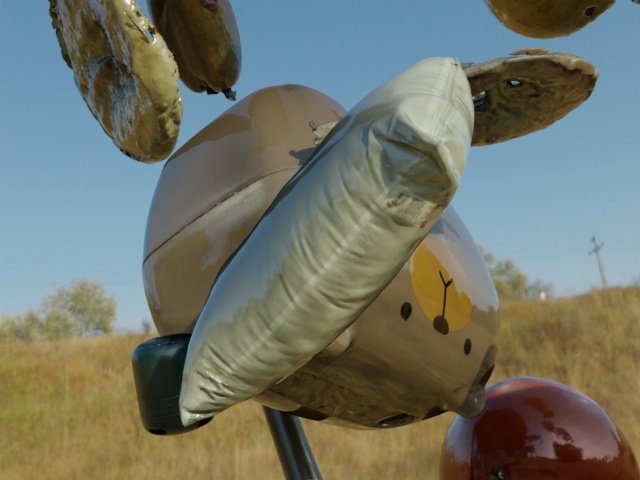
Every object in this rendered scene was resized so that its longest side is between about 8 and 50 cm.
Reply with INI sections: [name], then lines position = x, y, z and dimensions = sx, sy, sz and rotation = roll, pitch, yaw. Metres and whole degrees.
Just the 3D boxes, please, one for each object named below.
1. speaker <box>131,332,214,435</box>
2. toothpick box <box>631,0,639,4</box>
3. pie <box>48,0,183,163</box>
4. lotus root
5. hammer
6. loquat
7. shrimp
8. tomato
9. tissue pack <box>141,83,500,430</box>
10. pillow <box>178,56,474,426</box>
[speaker]
position = -0.099, 0.110, 0.547
dimensions = 0.094, 0.075, 0.060
rotation = -10, -1, 8
[toothpick box]
position = 0.423, -0.374, 0.816
dimensions = 0.120, 0.184, 0.120
rotation = -6, 24, 3
[pie]
position = -0.248, -0.218, 0.815
dimensions = 0.055, 0.274, 0.274
rotation = -30, -3, -27
[lotus root]
position = -0.199, -0.339, 1.107
dimensions = 0.124, 0.123, 0.241
rotation = -1, -41, 12
[hammer]
position = -0.060, 0.202, 0.918
dimensions = 0.168, 0.440, 0.044
rotation = -22, -24, -4
[loquat]
position = 0.322, -0.417, 1.024
dimensions = 0.246, 0.213, 0.213
rotation = 25, -20, -5
[shrimp]
position = 0.102, -0.104, 0.532
dimensions = 0.223, 0.047, 0.126
rotation = -10, -14, 2
[tomato]
position = 0.282, 0.306, 0.909
dimensions = 0.255, 0.224, 0.256
rotation = 4, -58, 6
[tissue pack]
position = 0.015, 0.052, 0.732
dimensions = 0.267, 0.277, 0.387
rotation = -27, -40, 27
[pillow]
position = 0.000, 0.000, 0.432
dimensions = 0.078, 0.144, 0.254
rotation = 32, -59, -16
